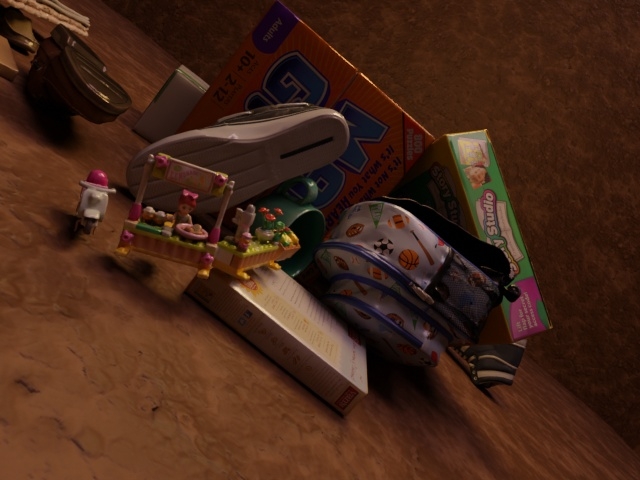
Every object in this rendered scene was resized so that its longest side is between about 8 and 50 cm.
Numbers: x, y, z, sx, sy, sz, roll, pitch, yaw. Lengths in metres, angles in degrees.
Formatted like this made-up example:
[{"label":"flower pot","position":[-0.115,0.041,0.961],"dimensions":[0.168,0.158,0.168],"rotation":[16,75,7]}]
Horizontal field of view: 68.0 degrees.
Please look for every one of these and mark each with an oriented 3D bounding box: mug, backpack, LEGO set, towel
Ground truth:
[{"label":"mug","position":[-0.062,-0.023,0.780],"dimensions":[0.098,0.157,0.129],"rotation":[30,-14,28]},{"label":"backpack","position":[0.113,0.066,0.762],"dimensions":[0.263,0.213,0.277],"rotation":[46,-26,-7]},{"label":"LEGO set","position":[-0.113,-0.029,0.536],"dimensions":[0.287,0.106,0.132],"rotation":[11,15,-37]},{"label":"towel","position":[-0.659,-0.517,0.918],"dimensions":[0.317,0.053,0.332],"rotation":[25,10,-9]}]

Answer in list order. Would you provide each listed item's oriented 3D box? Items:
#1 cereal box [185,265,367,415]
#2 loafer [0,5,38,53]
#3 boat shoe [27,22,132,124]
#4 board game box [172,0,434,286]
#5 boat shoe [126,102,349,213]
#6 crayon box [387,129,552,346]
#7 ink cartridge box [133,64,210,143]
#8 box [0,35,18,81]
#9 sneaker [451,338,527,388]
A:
[{"label":"cereal box","position":[-0.043,0.101,0.620],"dimensions":[0.240,0.047,0.173],"rotation":[40,11,-2]},{"label":"loafer","position":[-0.574,-0.404,0.896],"dimensions":[0.148,0.050,0.056],"rotation":[42,13,27]},{"label":"boat shoe","position":[-0.378,-0.232,0.726],"dimensions":[0.111,0.104,0.307],"rotation":[43,4,-43]},{"label":"board game box","position":[-0.052,-0.194,0.988],"dimensions":[0.356,0.356,0.356],"rotation":[38,10,-10]},{"label":"boat shoe","position":[-0.123,-0.132,0.730],"dimensions":[0.119,0.336,0.120],"rotation":[-131,-150,-55]},{"label":"crayon box","position":[0.241,0.019,0.928],"dimensions":[0.313,0.106,0.362],"rotation":[-32,-109,63]},{"label":"ink cartridge box","position":[-0.321,-0.297,1.051],"dimensions":[0.093,0.154,0.212],"rotation":[35,11,-25]},{"label":"box","position":[-0.556,-0.322,0.688],"dimensions":[0.201,0.021,0.164],"rotation":[29,15,-50]},{"label":"sneaker","position":[0.386,0.294,1.257],"dimensions":[0.283,0.153,0.099],"rotation":[8,-13,42]}]
